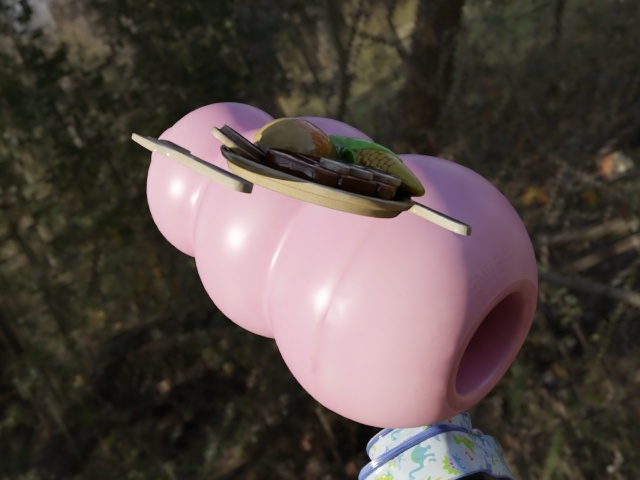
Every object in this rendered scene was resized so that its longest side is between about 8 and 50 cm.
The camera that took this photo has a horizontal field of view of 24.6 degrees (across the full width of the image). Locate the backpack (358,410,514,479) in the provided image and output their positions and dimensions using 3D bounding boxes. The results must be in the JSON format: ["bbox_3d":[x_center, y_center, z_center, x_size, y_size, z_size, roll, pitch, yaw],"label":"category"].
[{"bbox_3d":[0.084,0.180,1.150,0.105,0.084,0.114,-34,-24,14],"label":"backpack"}]

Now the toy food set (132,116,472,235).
[{"bbox_3d":[-0.003,-0.048,0.896,0.192,0.038,0.132,9,11,-39],"label":"toy food set"}]

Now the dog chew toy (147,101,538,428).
[{"bbox_3d":[0.000,0.000,1.129,0.332,0.206,0.206,31,46,29],"label":"dog chew toy"}]
